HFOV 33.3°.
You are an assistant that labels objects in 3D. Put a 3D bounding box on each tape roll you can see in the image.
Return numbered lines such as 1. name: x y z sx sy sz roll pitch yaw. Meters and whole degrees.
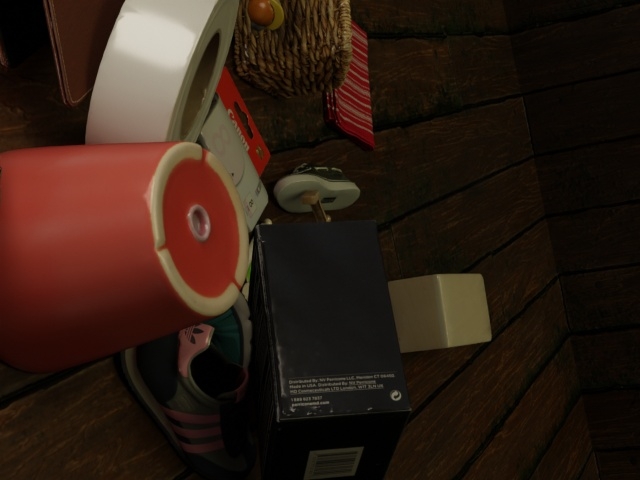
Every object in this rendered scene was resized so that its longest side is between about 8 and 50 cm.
1. tape roll: -0.195 -0.212 1.354 0.286 0.100 0.286 -160 -90 -90

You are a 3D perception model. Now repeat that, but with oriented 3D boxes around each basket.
1. basket: -0.010 -0.409 1.836 0.213 0.223 0.299 20 62 -61

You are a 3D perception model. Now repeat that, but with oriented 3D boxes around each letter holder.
1. letter holder: -0.313 -0.317 1.265 0.302 0.152 0.214 -69 161 -47

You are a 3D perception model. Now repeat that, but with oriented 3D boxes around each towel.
1. towel: 0.059 -0.332 2.169 0.199 0.031 0.275 26 58 -60

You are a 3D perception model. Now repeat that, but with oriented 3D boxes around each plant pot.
1. plant pot: -0.232 0.004 1.212 0.275 0.243 0.275 35 50 -56

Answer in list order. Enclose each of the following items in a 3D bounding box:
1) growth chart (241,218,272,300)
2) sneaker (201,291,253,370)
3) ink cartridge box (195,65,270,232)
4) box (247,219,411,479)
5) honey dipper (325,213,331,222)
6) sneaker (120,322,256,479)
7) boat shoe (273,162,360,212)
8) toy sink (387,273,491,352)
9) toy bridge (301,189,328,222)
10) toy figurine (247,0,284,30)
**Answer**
1. growth chart: -0.067 0.084 1.775 0.237 0.021 0.172 58 35 -37
2. sneaker: -0.175 0.083 1.497 0.110 0.107 0.275 -26 106 -38
3. ink cartridge box: -0.131 -0.149 1.691 0.189 0.066 0.232 64 34 -29
4. box: -0.001 0.171 1.494 0.296 0.183 0.294 101 -17 -56
5. honey dipper: -0.007 0.001 1.920 0.160 0.030 0.030 -65 138 -55
6. sneaker: -0.140 0.225 1.445 0.319 0.131 0.112 58 32 -41
7. boat shoe: -0.018 -0.097 1.892 0.219 0.078 0.070 3 46 -56
8. toy sink: 0.252 0.153 2.275 0.234 0.131 0.153 1 81 -59
9. toy bridge: 0.000 0.000 1.849 0.063 0.026 0.188 -58 142 -62
10. toy figurine: -0.163 -0.372 1.520 0.148 0.209 0.213 -79 148 -56
